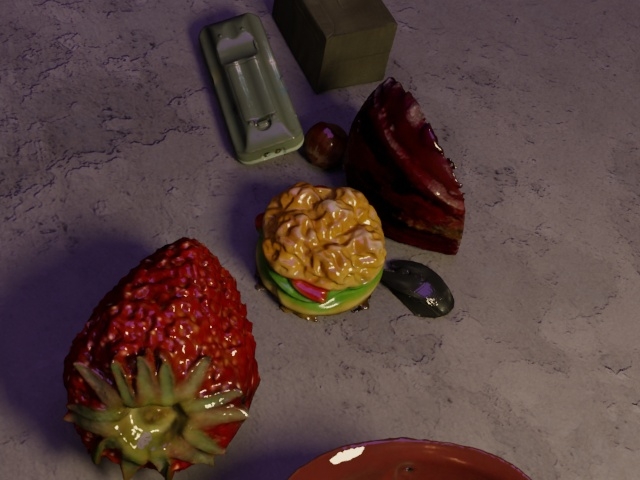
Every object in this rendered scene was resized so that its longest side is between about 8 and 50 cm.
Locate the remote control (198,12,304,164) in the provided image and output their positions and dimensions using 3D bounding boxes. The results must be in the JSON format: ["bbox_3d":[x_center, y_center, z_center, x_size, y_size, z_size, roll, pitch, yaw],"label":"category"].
[{"bbox_3d":[-0.132,-0.287,2.046,0.128,0.065,0.335,-20,56,-1],"label":"remote control"}]

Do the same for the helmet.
[{"bbox_3d":[0.121,0.451,1.428,0.384,0.230,0.338,13,50,11],"label":"helmet"}]

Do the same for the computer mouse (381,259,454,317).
[{"bbox_3d":[0.163,0.074,1.845,0.135,0.047,0.079,34,54,19],"label":"computer mouse"}]

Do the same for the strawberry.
[{"bbox_3d":[-0.228,0.162,1.602,0.292,0.292,0.343,5,28,-6],"label":"strawberry"}]

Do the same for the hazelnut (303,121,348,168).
[{"bbox_3d":[0.010,-0.170,1.989,0.086,0.086,0.086,5,52,-6],"label":"hazelnut"}]

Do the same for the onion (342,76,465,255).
[{"bbox_3d":[0.117,-0.126,1.865,0.146,0.280,0.314,-23,58,-8],"label":"onion"}]

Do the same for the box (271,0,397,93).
[{"bbox_3d":[0.022,-0.424,2.137,0.148,0.155,0.231,-15,56,-21],"label":"box"}]

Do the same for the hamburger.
[{"bbox_3d":[0.000,0.000,1.808,0.237,0.149,0.237,4,53,-6],"label":"hamburger"}]
